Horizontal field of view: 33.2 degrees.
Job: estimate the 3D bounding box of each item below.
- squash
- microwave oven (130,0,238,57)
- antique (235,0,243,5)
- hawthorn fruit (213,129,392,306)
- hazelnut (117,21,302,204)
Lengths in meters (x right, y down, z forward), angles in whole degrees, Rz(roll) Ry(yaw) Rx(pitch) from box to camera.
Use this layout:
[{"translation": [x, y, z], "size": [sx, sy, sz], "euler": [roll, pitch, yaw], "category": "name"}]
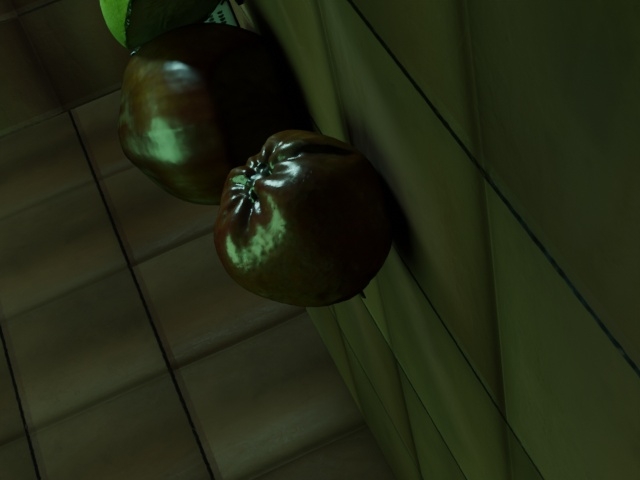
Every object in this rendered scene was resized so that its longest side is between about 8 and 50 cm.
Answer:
[{"translation": [-0.253, -0.477, 1.945], "size": [0.309, 0.233, 0.210], "euler": [13, 124, 59], "category": "squash"}, {"translation": [-0.287, -0.359, 2.514], "size": [0.394, 0.247, 0.333], "euler": [-167, 53, -81], "category": "microwave oven"}, {"translation": [-0.170, -0.523, 2.064], "size": [0.192, 0.015, 0.031], "euler": [84, 161, -64], "category": "antique"}, {"translation": [-0.008, -0.015, 1.648], "size": [0.298, 0.277, 0.277], "euler": [49, -179, -26], "category": "hawthorn fruit"}, {"translation": [-0.212, -0.234, 2.058], "size": [0.366, 0.365, 0.366], "euler": [156, 90, -83], "category": "hazelnut"}]
